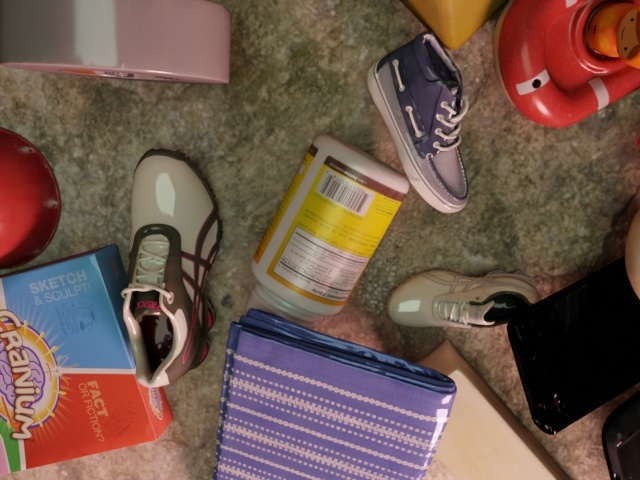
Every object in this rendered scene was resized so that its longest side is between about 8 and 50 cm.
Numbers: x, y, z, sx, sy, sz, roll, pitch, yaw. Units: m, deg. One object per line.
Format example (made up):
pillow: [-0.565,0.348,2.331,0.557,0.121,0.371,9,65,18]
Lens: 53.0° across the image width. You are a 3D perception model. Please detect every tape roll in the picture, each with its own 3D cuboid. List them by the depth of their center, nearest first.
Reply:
tape roll: [-0.199,-0.200,0.639,0.219,0.219,0.072,4,100,4]

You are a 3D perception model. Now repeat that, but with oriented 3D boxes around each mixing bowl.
mixing bowl: [-0.412,-0.044,0.747,0.181,0.098,0.182,1,100,4]

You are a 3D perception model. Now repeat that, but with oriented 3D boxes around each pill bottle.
pill bottle: [0.000,0.000,0.712,0.117,0.117,0.215,28,101,-1]

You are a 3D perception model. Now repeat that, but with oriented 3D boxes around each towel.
towel: [-0.003,0.241,0.737,0.243,0.040,0.336,16,123,7]

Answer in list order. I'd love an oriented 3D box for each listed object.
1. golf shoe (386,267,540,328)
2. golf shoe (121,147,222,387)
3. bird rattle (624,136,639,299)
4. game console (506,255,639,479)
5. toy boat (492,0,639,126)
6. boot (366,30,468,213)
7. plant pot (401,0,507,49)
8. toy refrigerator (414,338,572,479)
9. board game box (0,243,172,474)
golf shoe: [0.161,0.070,0.730,0.176,0.086,0.069,-9,101,7]
golf shoe: [-0.173,0.032,0.733,0.105,0.120,0.273,-2,99,6]
bird rattle: [0.407,-0.007,0.652,0.253,0.143,0.207,42,87,-7]
game console: [0.344,0.206,0.729,0.213,0.044,0.361,-23,104,-16]
toy boat: [0.289,-0.201,0.621,0.231,0.151,0.151,-29,112,5]
boot: [0.125,-0.122,0.688,0.086,0.069,0.190,-23,100,51]
plant pot: [0.123,-0.340,0.581,0.212,0.187,0.212,-43,82,12]
toy refrigerator: [0.204,0.256,0.752,0.094,0.102,0.269,-40,96,10]
board game box: [-0.373,0.159,0.798,0.316,0.064,0.242,-15,99,7]
